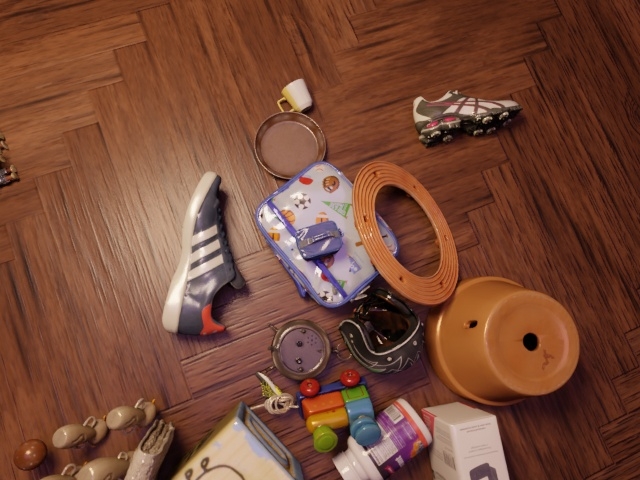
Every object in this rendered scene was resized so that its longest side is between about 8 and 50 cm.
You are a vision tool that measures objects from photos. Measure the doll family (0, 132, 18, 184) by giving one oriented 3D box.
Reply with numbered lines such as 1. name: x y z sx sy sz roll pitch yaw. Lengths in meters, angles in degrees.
1. doll family: -0.744 -0.189 0.971 0.111 0.076 0.193 -23 78 -6

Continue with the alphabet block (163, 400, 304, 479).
1. alphabet block: -0.165 0.455 0.859 0.197 0.193 0.192 -44 86 -12

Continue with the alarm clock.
1. alarm clock: -0.022 0.237 0.984 0.192 0.064 0.129 4 79 -9

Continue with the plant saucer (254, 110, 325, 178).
1. plant saucer: -0.072 -0.223 1.077 0.168 0.029 0.168 1 79 -6

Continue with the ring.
1. ring: 0.185 -0.018 0.983 0.337 0.032 0.336 23 51 -33

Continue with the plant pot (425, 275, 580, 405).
1. plant pot: 0.395 0.211 0.965 0.291 0.203 0.290 1 79 -6

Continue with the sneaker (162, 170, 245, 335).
1. sneaker: -0.227 0.031 0.971 0.148 0.131 0.350 12 84 -12

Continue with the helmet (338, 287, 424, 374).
1. helmet: 0.134 0.199 0.951 0.169 0.169 0.161 -43 77 -12

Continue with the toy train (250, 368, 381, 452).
1. toy train: -0.010 0.360 0.905 0.248 0.143 0.105 -11 114 -9

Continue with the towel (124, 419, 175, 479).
1. towel: -0.313 0.431 0.799 0.049 0.282 0.187 17 77 -8

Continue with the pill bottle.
1. pill bottle: 0.125 0.429 0.940 0.193 0.108 0.108 -33 85 -11

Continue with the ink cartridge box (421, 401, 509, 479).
1. ink cartridge box: 0.298 0.470 0.920 0.100 0.172 0.237 -8 81 -8

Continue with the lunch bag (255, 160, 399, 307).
1. lunch bag: 0.012 -0.002 1.006 0.243 0.115 0.303 -38 85 -10

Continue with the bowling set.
1. bowling set: -0.455 0.415 0.875 0.200 0.154 0.287 20 79 16

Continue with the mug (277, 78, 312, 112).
1. mug: -0.056 -0.340 1.093 0.062 0.078 0.064 -34 95 -44

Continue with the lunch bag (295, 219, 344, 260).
1. lunch bag: 0.000 0.000 0.917 0.098 0.065 0.067 -18 85 -2

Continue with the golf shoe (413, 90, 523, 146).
1. golf shoe: 0.361 -0.321 1.112 0.273 0.105 0.120 -12 74 -9

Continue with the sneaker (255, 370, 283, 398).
1. sneaker: -0.114 0.318 0.971 0.035 0.031 0.083 -42 87 -11
